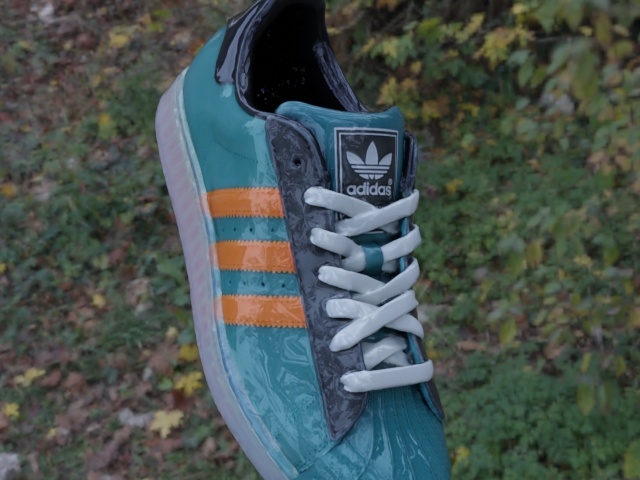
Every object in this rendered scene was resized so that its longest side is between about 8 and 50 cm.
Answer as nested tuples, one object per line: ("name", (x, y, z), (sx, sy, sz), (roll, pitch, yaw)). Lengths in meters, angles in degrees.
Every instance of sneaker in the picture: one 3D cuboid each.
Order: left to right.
("sneaker", (0.000, 0.000, 0.453), (0.108, 0.302, 0.121), (-1, -33, -40))
